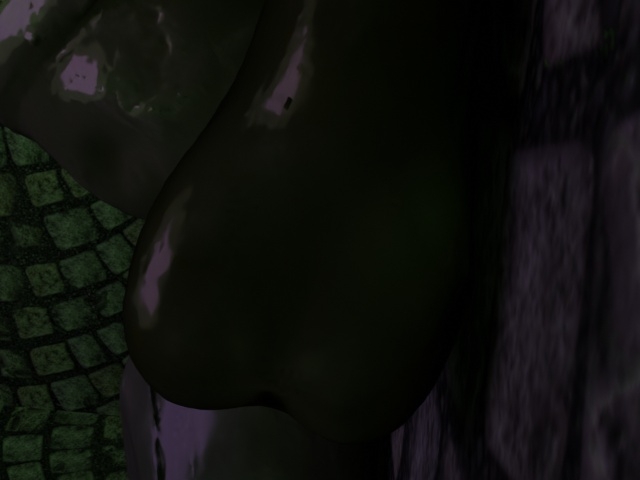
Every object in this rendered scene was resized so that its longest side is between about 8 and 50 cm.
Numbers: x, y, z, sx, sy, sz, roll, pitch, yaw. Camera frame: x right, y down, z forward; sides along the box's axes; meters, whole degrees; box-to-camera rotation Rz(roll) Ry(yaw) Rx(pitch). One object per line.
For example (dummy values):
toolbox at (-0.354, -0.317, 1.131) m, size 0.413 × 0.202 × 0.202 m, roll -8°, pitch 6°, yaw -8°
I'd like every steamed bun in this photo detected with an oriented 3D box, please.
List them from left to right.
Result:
steamed bun at (-0.079, -0.202, 0.637) m, size 0.352 × 0.247 × 0.339 m, roll -52°, pitch 16°, yaw 29°

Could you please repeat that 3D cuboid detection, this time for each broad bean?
broad bean at (0.018, -0.047, 0.424) m, size 0.189 × 0.121 × 0.263 m, roll 81°, pitch -151°, yaw -73°

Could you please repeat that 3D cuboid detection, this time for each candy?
candy at (-0.051, 0.150, 0.785) m, size 0.295 × 0.185 × 0.295 m, roll 178°, pitch 90°, yaw -72°
